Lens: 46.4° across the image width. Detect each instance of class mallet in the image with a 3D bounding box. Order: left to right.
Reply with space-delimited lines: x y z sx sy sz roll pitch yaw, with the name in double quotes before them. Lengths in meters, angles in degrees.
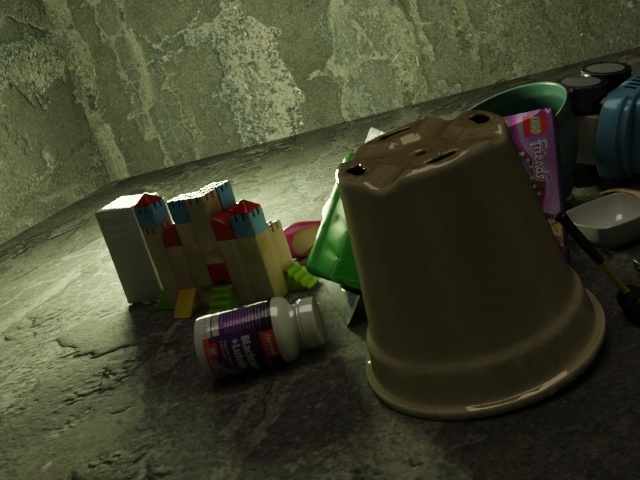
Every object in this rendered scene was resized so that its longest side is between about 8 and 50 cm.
"mallet" 0.378 0.036 0.988 0.039 0.190 0.062 -42 19 11

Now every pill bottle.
"pill bottle" -0.095 0.151 1.197 0.194 0.108 0.108 -15 16 7

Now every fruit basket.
"fruit basket" 0.083 -0.041 1.395 0.166 0.326 0.353 19 9 -6

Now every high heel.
"high heel" 0.000 0.000 1.679 0.244 0.082 0.117 -13 16 -16

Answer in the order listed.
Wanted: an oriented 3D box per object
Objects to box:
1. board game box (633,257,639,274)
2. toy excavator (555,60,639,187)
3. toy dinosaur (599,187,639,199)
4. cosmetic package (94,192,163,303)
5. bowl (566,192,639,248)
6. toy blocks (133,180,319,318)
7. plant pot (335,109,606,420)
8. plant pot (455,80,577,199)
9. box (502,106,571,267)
"board game box" 0.572 0.028 1.082 0.186 0.026 0.126 -17 16 -1
"toy excavator" 0.768 -0.250 1.576 0.445 0.222 0.433 14 31 36
"toy dinosaur" 0.551 -0.063 1.205 0.093 0.053 0.183 -31 50 -20
"cosmetic package" -0.410 0.021 1.723 0.127 0.237 0.107 -4 23 31
"bowl" 0.508 -0.031 1.296 0.142 0.053 0.142 -19 16 -12
"toy blocks" -0.220 0.001 1.550 0.382 0.260 0.191 -6 19 32
"plant pot" 0.170 0.010 0.981 0.334 0.305 0.333 -19 22 8
"plant pot" 0.394 -0.158 1.515 0.293 0.196 0.293 -28 23 13
"box" 0.298 -0.062 1.238 0.201 0.293 0.057 -9 -21 26
